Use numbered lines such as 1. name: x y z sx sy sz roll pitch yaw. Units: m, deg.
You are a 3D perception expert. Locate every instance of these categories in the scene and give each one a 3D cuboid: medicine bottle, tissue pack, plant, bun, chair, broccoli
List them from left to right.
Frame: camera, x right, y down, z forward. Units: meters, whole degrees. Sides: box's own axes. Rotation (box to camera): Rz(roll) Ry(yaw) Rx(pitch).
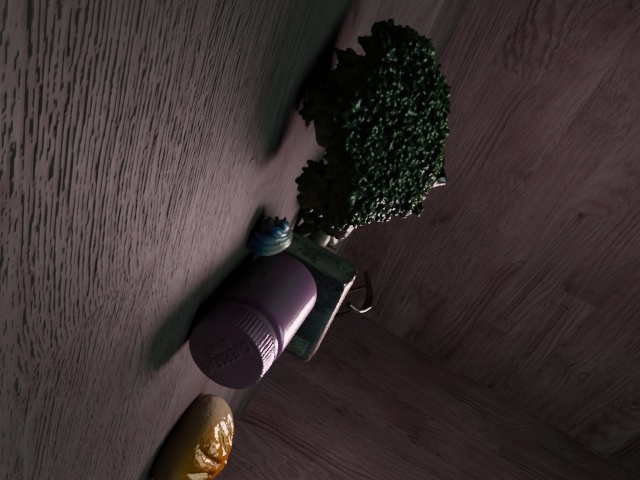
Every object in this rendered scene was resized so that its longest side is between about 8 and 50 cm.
1. bun: -0.339 0.595 1.793 0.299 0.165 0.299 -57 174 -10
2. medicine bottle: -0.137 0.164 1.349 0.178 0.178 0.290 -64 173 34
3. tissue pack: -0.066 0.143 1.600 0.103 0.228 0.315 -52 170 -51
4. chair: -0.005 0.131 1.746 0.166 0.272 0.188 70 26 -18
5. plant: 0.019 -0.066 1.733 0.149 0.146 0.274 -67 -173 -29
6. broccoli: 0.095 -0.191 1.171 0.277 0.338 0.317 -23 178 -30

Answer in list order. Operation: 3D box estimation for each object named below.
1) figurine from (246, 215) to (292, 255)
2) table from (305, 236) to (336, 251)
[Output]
1. figurine: -0.110 -0.007 1.327 0.114 0.079 0.114 -24 -177 1
2. table: 0.000 0.000 2.041 0.121 0.111 0.240 -59 174 -21
